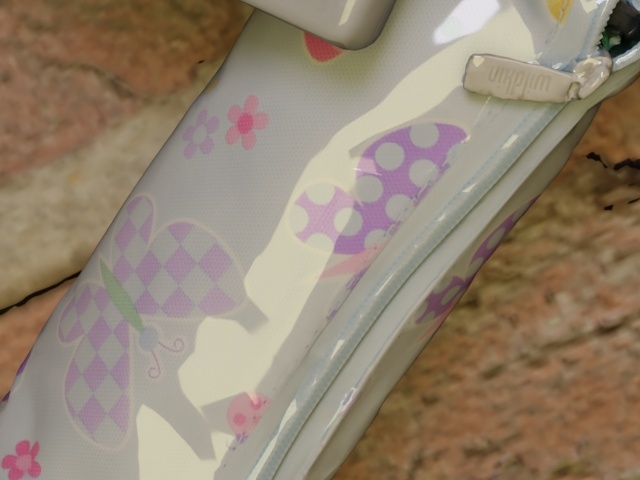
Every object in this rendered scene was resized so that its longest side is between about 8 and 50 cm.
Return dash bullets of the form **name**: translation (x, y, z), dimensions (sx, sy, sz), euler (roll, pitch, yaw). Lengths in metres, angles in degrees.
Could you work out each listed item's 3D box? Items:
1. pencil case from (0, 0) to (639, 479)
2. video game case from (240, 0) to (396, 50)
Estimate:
- **pencil case**: translation (0.000, 0.000, 0.507), dimensions (0.273, 0.113, 0.124), euler (-53, 53, 12)
- **video game case**: translation (-0.051, -0.265, 0.431), dimensions (0.300, 0.036, 0.329), euler (27, 103, 14)
